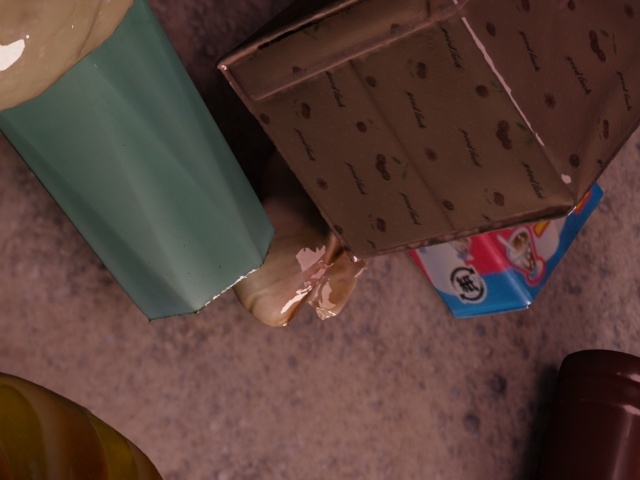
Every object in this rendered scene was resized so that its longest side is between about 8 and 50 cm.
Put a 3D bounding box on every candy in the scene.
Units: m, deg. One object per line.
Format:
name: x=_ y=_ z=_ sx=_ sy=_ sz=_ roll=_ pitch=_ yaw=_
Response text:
candy: x=0.099 y=-0.099 z=1.191 sx=0.306 sy=0.100 sz=0.157 roll=53 pitch=53 yaw=-19

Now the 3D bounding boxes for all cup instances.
cup: x=-0.138 y=-0.064 z=0.960 sx=0.235 sy=0.148 sz=0.134 roll=60 pitch=23 yaw=-18

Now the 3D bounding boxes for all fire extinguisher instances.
fire extinguisher: x=0.231 y=0.273 z=1.215 sx=0.138 sy=0.102 sz=0.344 roll=36 pitch=59 yaw=-32

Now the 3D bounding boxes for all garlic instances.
garlic: x=-0.003 y=-0.009 z=1.085 sx=0.124 sy=0.099 sz=0.174 roll=41 pitch=55 yaw=-12

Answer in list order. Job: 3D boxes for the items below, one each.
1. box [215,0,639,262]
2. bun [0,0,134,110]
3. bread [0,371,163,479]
box: x=0.119 y=-0.153 z=1.006 sx=0.297 sy=0.225 sz=0.190 roll=-45 pitch=109 yaw=-36
bun: x=-0.249 y=-0.229 z=0.763 sx=0.365 sy=0.219 sz=0.365 roll=7 pitch=54 yaw=-9
bread: x=-0.201 y=0.236 z=0.806 sx=0.333 sy=0.160 sz=0.333 roll=10 pitch=75 yaw=-41
